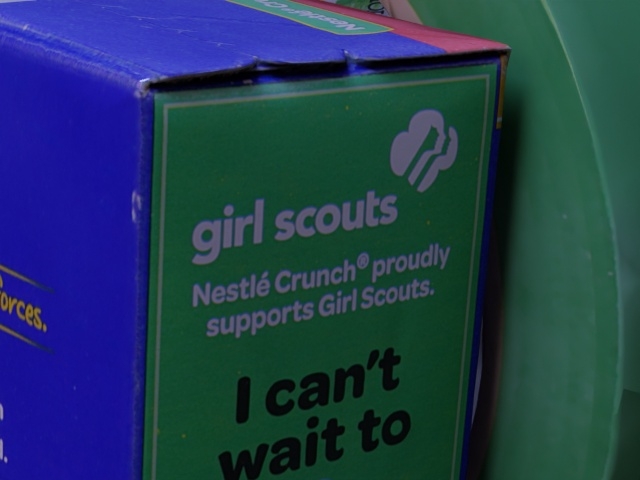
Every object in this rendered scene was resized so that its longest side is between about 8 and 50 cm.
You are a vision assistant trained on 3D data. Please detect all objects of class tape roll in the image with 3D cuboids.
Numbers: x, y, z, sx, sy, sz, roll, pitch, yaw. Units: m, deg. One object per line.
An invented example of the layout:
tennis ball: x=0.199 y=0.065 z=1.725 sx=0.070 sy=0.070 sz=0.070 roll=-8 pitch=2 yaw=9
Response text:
tape roll: x=0.000 y=0.000 z=0.572 sx=0.321 sy=0.077 sz=0.321 roll=14 pitch=109 yaw=48

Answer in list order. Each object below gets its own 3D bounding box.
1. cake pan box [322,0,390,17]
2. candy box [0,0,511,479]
cake pan box: x=-0.015 y=-0.137 z=0.756 sx=0.246 sy=0.070 sz=0.266 roll=6 pitch=75 yaw=44
candy box: x=-0.087 y=0.071 z=0.538 sx=0.268 sy=0.122 sz=0.317 roll=23 pitch=117 yaw=47
